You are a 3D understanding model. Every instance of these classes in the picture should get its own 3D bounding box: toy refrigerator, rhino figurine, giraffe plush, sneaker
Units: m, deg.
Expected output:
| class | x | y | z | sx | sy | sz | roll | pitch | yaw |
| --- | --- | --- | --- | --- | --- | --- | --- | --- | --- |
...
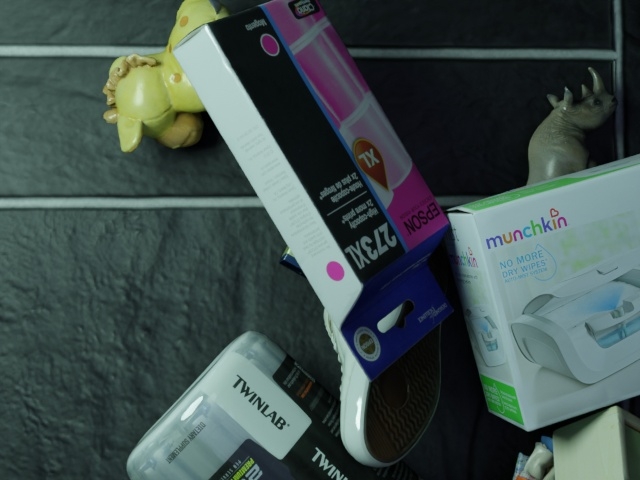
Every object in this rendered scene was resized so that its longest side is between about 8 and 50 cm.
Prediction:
| class | x | y | z | sx | sy | sz | roll | pitch | yaw |
| --- | --- | --- | --- | --- | --- | --- | --- | --- | --- |
| toy refrigerator | 0.368 | 0.276 | 1.301 | 0.269 | 0.094 | 0.102 | 31 | 46 | -31 |
| rhino figurine | 0.281 | -0.080 | 1.398 | 0.106 | 0.073 | 0.243 | 14 | 84 | -7 |
| giraffe plush | -0.144 | -0.164 | 1.333 | 0.170 | 0.181 | 0.210 | -33 | 107 | 16 |
| sneaker | 0.056 | 0.120 | 1.302 | 0.106 | 0.123 | 0.290 | 46 | 41 | -28 |

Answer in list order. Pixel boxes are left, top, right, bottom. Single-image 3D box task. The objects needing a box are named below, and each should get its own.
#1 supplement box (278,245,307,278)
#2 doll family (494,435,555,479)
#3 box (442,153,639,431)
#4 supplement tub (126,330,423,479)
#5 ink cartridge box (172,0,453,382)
| class | x | y | z | sx | sy | sz | roll | pitch | yaw |
| --- | --- | --- | --- | --- | --- | --- | --- | --- | --- |
| supplement box | 0.000 | 0.000 | 1.364 | 0.056 | 0.083 | 0.083 | 29 | 84 | -4 |
| doll family | 0.254 | 0.333 | 1.368 | 0.263 | 0.118 | 0.163 | 39 | 78 | -20 |
| box | 0.284 | 0.044 | 1.298 | 0.262 | 0.127 | 0.231 | -15 | 95 | -11 |
| supplement tub | -0.018 | 0.273 | 1.286 | 0.338 | 0.207 | 0.207 | 43 | 85 | -1 |
| ink cartridge box | 0.016 | -0.062 | 1.224 | 0.176 | 0.069 | 0.371 | -33 | 95 | -49 |
